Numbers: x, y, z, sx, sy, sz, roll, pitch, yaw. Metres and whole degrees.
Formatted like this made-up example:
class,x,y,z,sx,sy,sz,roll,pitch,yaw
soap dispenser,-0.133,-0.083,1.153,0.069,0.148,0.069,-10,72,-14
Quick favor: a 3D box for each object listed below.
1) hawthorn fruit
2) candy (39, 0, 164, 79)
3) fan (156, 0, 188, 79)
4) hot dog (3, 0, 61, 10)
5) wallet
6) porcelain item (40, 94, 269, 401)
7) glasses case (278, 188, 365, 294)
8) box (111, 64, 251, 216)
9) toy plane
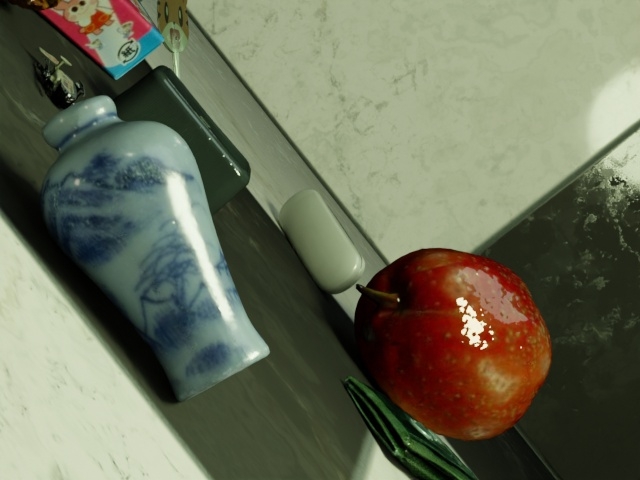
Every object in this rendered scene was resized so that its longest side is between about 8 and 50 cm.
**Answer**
class,x,y,z,sx,sy,sz,roll,pitch,yaw
hawthorn fruit,0.179,0.141,2.147,0.369,0.285,0.285,35,15,-38
candy,-0.348,-0.357,1.900,0.157,0.100,0.306,56,7,29
fan,-0.244,-0.337,2.348,0.152,0.008,0.226,-14,101,-75
hot dog,-0.382,-0.361,1.649,0.227,0.099,0.160,54,6,9
wallet,0.132,0.280,1.927,0.236,0.055,0.160,45,2,-43
porcelain item,-0.141,0.003,1.171,0.259,0.141,0.141,59,6,2
glasses case,0.000,0.000,2.401,0.059,0.092,0.233,42,10,-46
box,-0.180,-0.130,1.835,0.201,0.090,0.144,50,5,-8
toy plane,-0.293,-0.178,1.573,0.049,0.031,0.120,38,15,-30
